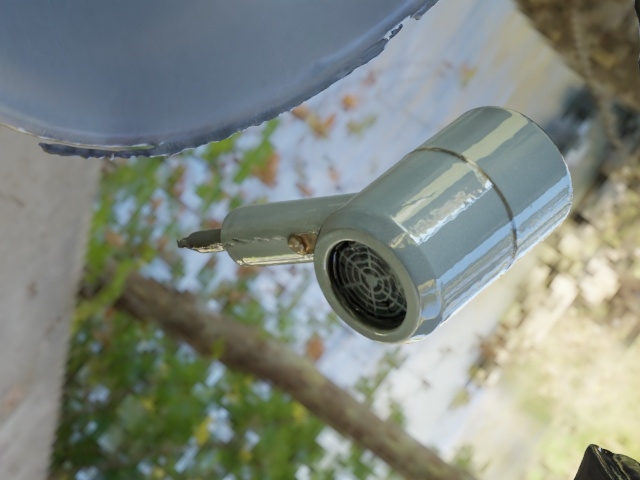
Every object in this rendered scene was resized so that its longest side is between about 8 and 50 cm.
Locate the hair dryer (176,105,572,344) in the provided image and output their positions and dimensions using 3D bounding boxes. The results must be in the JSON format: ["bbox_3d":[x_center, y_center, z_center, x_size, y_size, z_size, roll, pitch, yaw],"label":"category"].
[{"bbox_3d":[0.000,0.000,1.378,0.357,0.107,0.173,-7,-158,49],"label":"hair dryer"}]

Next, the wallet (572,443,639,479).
[{"bbox_3d":[0.178,0.378,1.431,0.228,0.062,0.406,-114,-137,-68],"label":"wallet"}]

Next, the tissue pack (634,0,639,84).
[{"bbox_3d":[0.205,-0.026,0.620,0.245,0.123,0.332,-32,124,-46],"label":"tissue pack"}]

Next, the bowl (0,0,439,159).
[{"bbox_3d":[-0.025,-0.200,0.361,0.345,0.157,0.345,-47,157,-27],"label":"bowl"}]
